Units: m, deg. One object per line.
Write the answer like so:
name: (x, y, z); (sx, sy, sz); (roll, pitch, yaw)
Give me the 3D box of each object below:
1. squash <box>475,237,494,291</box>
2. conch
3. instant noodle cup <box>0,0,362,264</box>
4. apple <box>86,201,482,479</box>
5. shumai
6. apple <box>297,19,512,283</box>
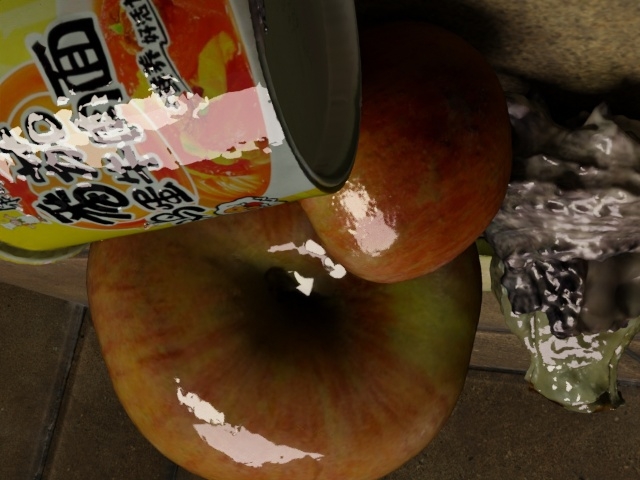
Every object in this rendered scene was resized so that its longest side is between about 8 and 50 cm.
squash: (0.255, 0.039, 1.196); (0.219, 0.041, 0.219); (6, 163, 2)
conch: (0.263, -0.032, 0.696); (0.240, 0.186, 0.313); (-9, 137, 32)
instant noodle cup: (-0.093, -0.120, 0.441); (0.200, 0.264, 0.264); (-4, 162, 16)
apple: (-0.031, 0.061, 0.784); (0.400, 0.401, 0.333); (11, 173, -3)
shumai: (0.345, 0.109, 1.005); (0.225, 0.222, 0.260); (-13, 148, 31)
apple: (0.057, -0.070, 0.578); (0.173, 0.195, 0.160); (-27, 176, -7)
